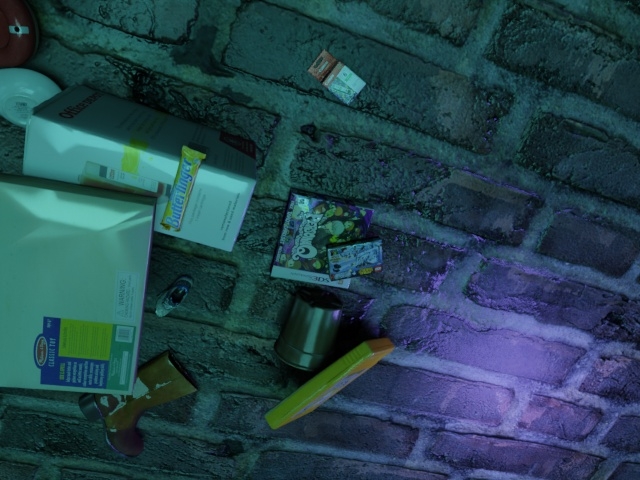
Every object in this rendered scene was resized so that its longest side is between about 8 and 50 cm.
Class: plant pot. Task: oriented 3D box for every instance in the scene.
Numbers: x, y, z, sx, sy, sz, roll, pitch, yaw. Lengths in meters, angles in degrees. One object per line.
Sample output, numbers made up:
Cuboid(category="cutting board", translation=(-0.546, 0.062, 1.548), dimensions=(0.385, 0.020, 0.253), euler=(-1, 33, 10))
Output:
Cuboid(category="plant pot", translation=(-0.022, 0.222, 1.289), dimensions=(0.167, 0.167, 0.165), euler=(12, 105, -13))

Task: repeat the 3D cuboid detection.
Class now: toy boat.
Cuboid(category="toy boat", translation=(-0.648, -0.391, 0.903), dimensions=(0.231, 0.151, 0.150), euler=(1, 116, -8))

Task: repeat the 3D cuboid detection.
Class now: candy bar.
Cuboid(category="candy bar", translation=(-0.243, -0.086, 0.869), dimensions=(0.040, 0.018, 0.161), euler=(18, 111, -16))

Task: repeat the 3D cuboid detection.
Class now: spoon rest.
Cuboid(category="spoon rest", translation=(-0.658, -0.289, 0.993), dimensions=(0.277, 0.084, 0.137), euler=(2, 135, -20))

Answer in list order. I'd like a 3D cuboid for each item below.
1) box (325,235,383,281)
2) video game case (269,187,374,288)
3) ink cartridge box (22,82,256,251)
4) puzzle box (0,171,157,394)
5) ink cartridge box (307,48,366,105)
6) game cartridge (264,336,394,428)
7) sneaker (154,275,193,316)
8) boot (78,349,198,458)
Cuboid(category="box", translation=(0.085, 0.046, 1.239), dimensions=(0.137, 0.027, 0.093), euler=(-10, 117, -8))
Cuboid(category="video game case", translation=(0.000, 0.000, 1.241), dimensions=(0.211, 0.041, 0.231), euler=(11, 113, -15))
Cuboid(category="ink cartridge box", translation=(-0.335, -0.151, 0.993), dimensions=(0.385, 0.279, 0.160), euler=(17, 114, -15))
Cuboid(category="puzzle box", translation=(-0.458, 0.095, 0.896), dimensions=(0.272, 0.052, 0.408), euler=(9, 111, -14))
Cuboid(category="ink cartridge box", translation=(0.035, -0.355, 1.082), dimensions=(0.115, 0.029, 0.063), euler=(34, 107, -21))
Cuboid(category="game cartridge", translation=(0.040, 0.369, 1.317), dimensions=(0.324, 0.285, 0.052), euler=(-38, 71, 12))
Cuboid(category="sneaker", translation=(-0.376, 0.148, 1.251), dimensions=(0.052, 0.058, 0.135), euler=(36, 107, -21))
Cuboid(category="boot", translation=(-0.476, 0.461, 1.392), dimensions=(0.281, 0.096, 0.264), euler=(-26, 109, -3))
